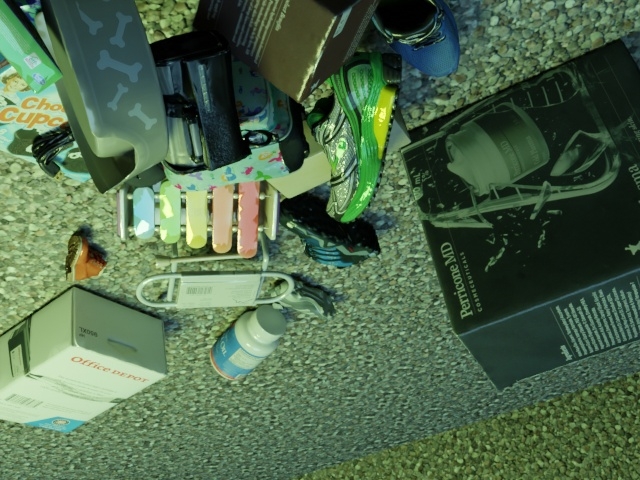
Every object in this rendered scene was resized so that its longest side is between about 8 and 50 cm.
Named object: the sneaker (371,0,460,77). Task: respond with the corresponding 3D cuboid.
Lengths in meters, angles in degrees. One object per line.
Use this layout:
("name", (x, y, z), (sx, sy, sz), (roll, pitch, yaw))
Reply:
("sneaker", (0.137, -0.353, 1.335), (0.130, 0.147, 0.330), (-27, 144, 21))

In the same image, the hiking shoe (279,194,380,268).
("hiking shoe", (0.000, 0.000, 1.831), (0.132, 0.113, 0.304), (-35, 140, 29))

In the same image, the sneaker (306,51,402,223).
("sneaker", (0.047, -0.179, 1.447), (0.146, 0.134, 0.343), (10, 129, 2))

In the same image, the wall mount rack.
("wall mount rack", (-0.248, 0.098, 1.896), (0.350, 0.130, 0.304), (0, 140, -17))

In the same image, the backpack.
("backpack", (-0.166, -0.202, 1.390), (0.254, 0.225, 0.191), (-15, 144, 11))

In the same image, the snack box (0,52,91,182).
("snack box", (-0.451, -0.205, 1.390), (0.187, 0.060, 0.322), (-28, 155, 22))

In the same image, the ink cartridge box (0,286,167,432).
("ink cartridge box", (-0.609, 0.303, 2.031), (0.395, 0.166, 0.285), (-31, 142, 27))

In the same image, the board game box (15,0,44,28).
("board game box", (-0.496, -0.354, 1.223), (0.210, 0.047, 0.160), (15, 137, -34))

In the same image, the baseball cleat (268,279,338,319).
("baseball cleat", (-0.050, 0.151, 2.091), (0.109, 0.072, 0.206), (-17, 143, 32))

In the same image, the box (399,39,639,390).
("box", (0.454, -0.043, 1.587), (0.472, 0.479, 0.297), (-24, 142, 16))

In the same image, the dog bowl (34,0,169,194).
("dog bowl", (-0.303, -0.242, 1.127), (0.102, 0.348, 0.348), (-20, 149, -18))

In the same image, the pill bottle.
("pill bottle", (-0.182, 0.257, 2.138), (0.124, 0.124, 0.221), (14, 137, -33))

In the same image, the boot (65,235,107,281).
("boot", (-0.499, 0.036, 1.784), (0.085, 0.059, 0.158), (-1, 153, -21))

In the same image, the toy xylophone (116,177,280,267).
("toy xylophone", (-0.238, -0.041, 1.657), (0.323, 0.081, 0.236), (-7, 120, -6))

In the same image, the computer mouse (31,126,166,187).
("computer mouse", (-0.375, -0.128, 1.460), (0.184, 0.060, 0.262), (-24, 157, 11))

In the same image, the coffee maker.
("coffee maker", (-0.161, -0.205, 1.195), (0.171, 0.120, 0.178), (-31, 133, -33))

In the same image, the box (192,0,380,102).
("box", (-0.043, -0.345, 1.193), (0.203, 0.167, 0.168), (37, 139, 5))

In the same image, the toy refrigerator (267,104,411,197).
("toy refrigerator", (0.024, -0.189, 1.589), (0.270, 0.094, 0.102), (-24, 151, 17))

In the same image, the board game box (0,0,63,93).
("board game box", (-0.453, -0.350, 1.039), (0.046, 0.213, 0.317), (-36, 131, -5))
